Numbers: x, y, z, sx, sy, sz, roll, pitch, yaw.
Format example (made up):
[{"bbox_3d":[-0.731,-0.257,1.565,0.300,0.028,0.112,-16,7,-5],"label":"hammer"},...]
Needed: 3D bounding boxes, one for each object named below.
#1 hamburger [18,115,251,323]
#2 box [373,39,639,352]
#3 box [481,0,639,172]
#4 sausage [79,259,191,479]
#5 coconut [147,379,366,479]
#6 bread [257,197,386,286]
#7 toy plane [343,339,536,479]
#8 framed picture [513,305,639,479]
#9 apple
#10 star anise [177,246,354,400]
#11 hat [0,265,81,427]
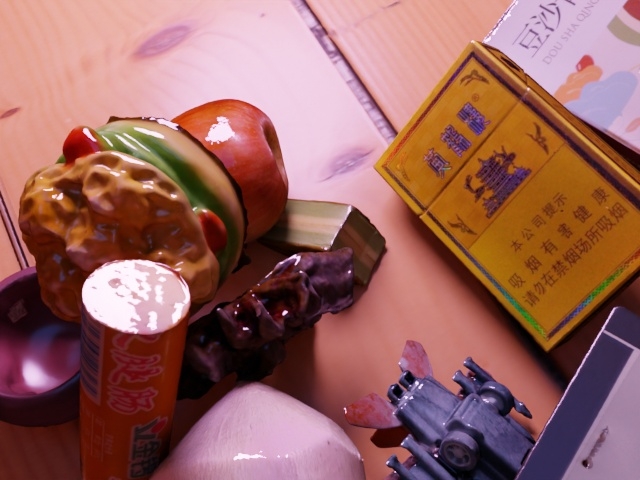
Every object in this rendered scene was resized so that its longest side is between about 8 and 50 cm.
[{"bbox_3d":[-0.199,-0.002,0.750,0.237,0.237,0.149,16,34,12],"label":"hamburger"},{"bbox_3d":[0.225,-0.054,0.837,0.301,0.084,0.193,50,118,22],"label":"box"},{"bbox_3d":[0.444,-0.234,0.892,0.385,0.122,0.344,38,88,20],"label":"box"},{"bbox_3d":[-0.184,0.163,0.716,0.093,0.312,0.093,10,37,-7],"label":"sausage"},{"bbox_3d":[-0.056,0.252,0.709,0.224,0.224,0.234,-21,66,-5],"label":"coconut"},{"bbox_3d":[-0.004,-0.001,0.925,0.139,0.084,0.074,7,62,42],"label":"bread"},{"bbox_3d":[0.187,0.229,0.738,0.326,0.104,0.223,31,40,20],"label":"toy plane"},{"bbox_3d":[0.350,0.243,0.630,0.347,0.016,0.265,30,73,19],"label":"framed picture"},{"bbox_3d":[-0.131,-0.069,0.885,0.199,0.199,0.199,-2,65,4],"label":"apple"},{"bbox_3d":[-0.070,0.097,0.800,0.220,0.214,0.099,-34,82,32],"label":"star anise"},{"bbox_3d":[-0.304,0.119,0.853,0.206,0.089,0.205,-3,59,5],"label":"hat"}]
